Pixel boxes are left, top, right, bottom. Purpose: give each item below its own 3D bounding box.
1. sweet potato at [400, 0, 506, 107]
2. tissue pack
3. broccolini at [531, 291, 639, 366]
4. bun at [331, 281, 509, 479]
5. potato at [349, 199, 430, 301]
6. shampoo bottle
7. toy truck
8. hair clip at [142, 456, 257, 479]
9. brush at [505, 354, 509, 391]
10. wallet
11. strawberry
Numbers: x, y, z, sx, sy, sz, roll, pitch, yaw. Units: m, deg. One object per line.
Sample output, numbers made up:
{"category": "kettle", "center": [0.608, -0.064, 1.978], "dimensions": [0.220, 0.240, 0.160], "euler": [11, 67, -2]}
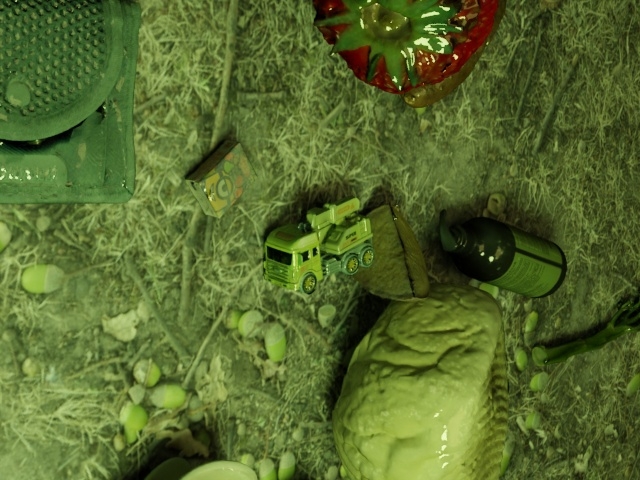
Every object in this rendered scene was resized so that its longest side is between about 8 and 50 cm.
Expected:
{"category": "sweet potato", "center": [0.216, -0.336, 1.743], "dimensions": [0.114, 0.092, 0.342], "euler": [26, 80, -29]}
{"category": "tissue pack", "center": [-0.123, -0.079, 1.502], "dimensions": [0.083, 0.035, 0.063], "euler": [-49, 130, -25]}
{"category": "broccolini", "center": [0.523, 0.156, 2.206], "dimensions": [0.392, 0.074, 0.079], "euler": [-10, 148, -42]}
{"category": "bun", "center": [0.145, 0.235, 1.705], "dimensions": [0.349, 0.227, 0.353], "euler": [-6, 101, -71]}
{"category": "potato", "center": [0.103, 0.044, 1.690], "dimensions": [0.089, 0.100, 0.172], "euler": [34, 30, -47]}
{"category": "shampoo bottle", "center": [0.280, 0.021, 1.889], "dimensions": [0.283, 0.101, 0.101], "euler": [17, 88, -46]}
{"category": "toy truck", "center": [0.000, 0.000, 1.618], "dimensions": [0.169, 0.077, 0.100], "euler": [-22, 118, -39]}
{"category": "hair clip", "center": [-0.205, 0.376, 1.476], "dimensions": [0.282, 0.113, 0.172], "euler": [-46, 128, -27]}
{"category": "brush", "center": [0.317, 0.236, 2.046], "dimensions": [0.024, 0.008, 0.083], "euler": [-15, 110, -39]}
{"category": "wallet", "center": [-0.331, -0.155, 1.250], "dimensions": [0.342, 0.075, 0.237], "euler": [-3, 99, -45]}
{"category": "strawberry", "center": [0.129, -0.344, 1.561], "dimensions": [0.239, 0.250, 0.288], "euler": [63, 31, -27]}
